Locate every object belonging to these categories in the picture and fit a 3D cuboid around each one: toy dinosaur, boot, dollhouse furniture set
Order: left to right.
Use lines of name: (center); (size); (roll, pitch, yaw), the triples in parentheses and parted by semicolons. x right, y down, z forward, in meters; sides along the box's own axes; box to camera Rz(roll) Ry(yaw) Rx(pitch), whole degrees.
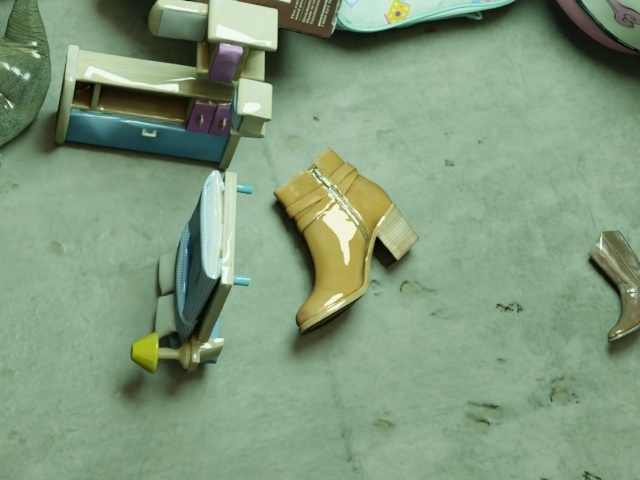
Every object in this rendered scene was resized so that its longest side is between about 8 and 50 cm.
toy dinosaur: (-0.367, -0.160, 1.585); (0.160, 0.121, 0.313); (39, 65, -14)
dollhouse furniture set: (-0.172, -0.048, 1.496); (0.198, 0.286, 0.303); (6, 63, -12)
boot: (0.000, 0.000, 1.643); (0.152, 0.073, 0.197); (46, 58, 0)
boot: (0.344, 0.051, 1.731); (0.106, 0.037, 0.114); (-34, 89, -33)

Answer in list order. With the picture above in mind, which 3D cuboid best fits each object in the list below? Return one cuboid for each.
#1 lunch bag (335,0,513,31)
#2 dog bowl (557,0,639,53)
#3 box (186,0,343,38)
lunch bag: (0.114, -0.358, 1.720); (0.279, 0.108, 0.224); (-14, 99, -15)
dog bowl: (0.400, -0.402, 1.740); (0.408, 0.150, 0.408); (9, 76, -38)
box: (-0.087, -0.331, 1.583); (0.167, 0.203, 0.168); (3, 107, -51)
